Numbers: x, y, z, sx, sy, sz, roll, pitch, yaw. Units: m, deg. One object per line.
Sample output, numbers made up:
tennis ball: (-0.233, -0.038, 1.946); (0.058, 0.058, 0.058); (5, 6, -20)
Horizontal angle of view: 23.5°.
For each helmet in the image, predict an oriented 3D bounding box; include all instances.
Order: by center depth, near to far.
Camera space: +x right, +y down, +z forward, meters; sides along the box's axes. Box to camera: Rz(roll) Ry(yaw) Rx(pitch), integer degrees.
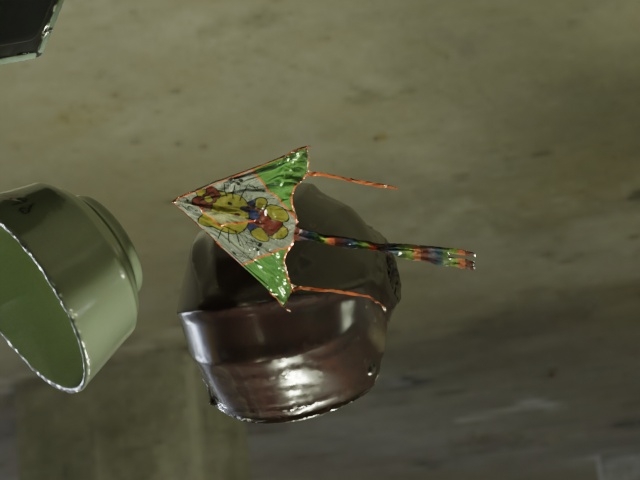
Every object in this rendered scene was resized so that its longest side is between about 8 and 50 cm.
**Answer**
helmet: (-0.046, 0.037, 1.630); (0.225, 0.305, 0.177); (-12, 135, 17)

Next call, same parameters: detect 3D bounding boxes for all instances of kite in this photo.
kite: (0.000, 0.000, 1.200); (0.244, 0.006, 0.198); (13, 138, 9)

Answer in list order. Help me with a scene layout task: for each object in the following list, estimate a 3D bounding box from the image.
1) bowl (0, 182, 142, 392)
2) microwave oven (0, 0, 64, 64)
bowl: (-0.246, 0.031, 1.470); (0.112, 0.211, 0.211); (-33, 179, -30)
microwave oven: (-0.354, -0.366, 1.428); (0.218, 0.286, 0.355); (-21, 148, -53)
